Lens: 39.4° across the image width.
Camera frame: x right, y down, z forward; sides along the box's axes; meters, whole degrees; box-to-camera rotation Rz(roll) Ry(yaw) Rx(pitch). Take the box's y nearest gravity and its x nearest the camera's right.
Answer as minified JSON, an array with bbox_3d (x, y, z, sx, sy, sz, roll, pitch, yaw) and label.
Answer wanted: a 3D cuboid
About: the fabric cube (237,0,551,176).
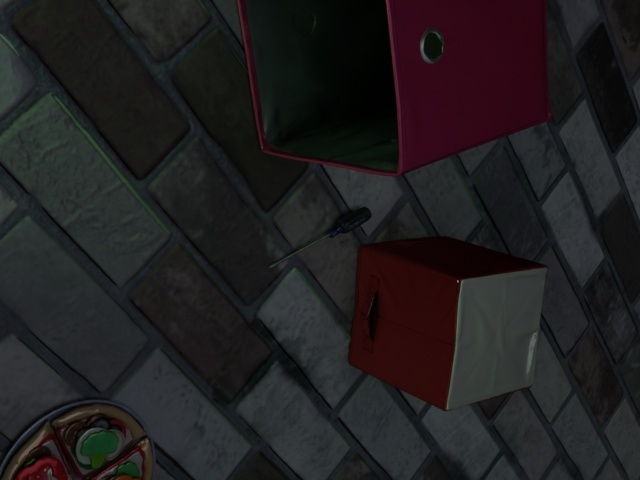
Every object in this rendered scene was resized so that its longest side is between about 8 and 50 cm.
[{"bbox_3d":[0.086,-0.239,1.034,0.258,0.259,0.254,-21,114,-35],"label":"fabric cube"}]

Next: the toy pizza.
[{"bbox_3d":[-0.274,0.281,1.025,0.201,0.032,0.201,-12,110,-37],"label":"toy pizza"}]

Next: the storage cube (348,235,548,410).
[{"bbox_3d":[0.179,0.106,1.253,0.214,0.193,0.184,-5,105,-38],"label":"storage cube"}]

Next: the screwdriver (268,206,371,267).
[{"bbox_3d":[0.000,0.000,1.191,0.169,0.024,0.025,-32,150,-22],"label":"screwdriver"}]
